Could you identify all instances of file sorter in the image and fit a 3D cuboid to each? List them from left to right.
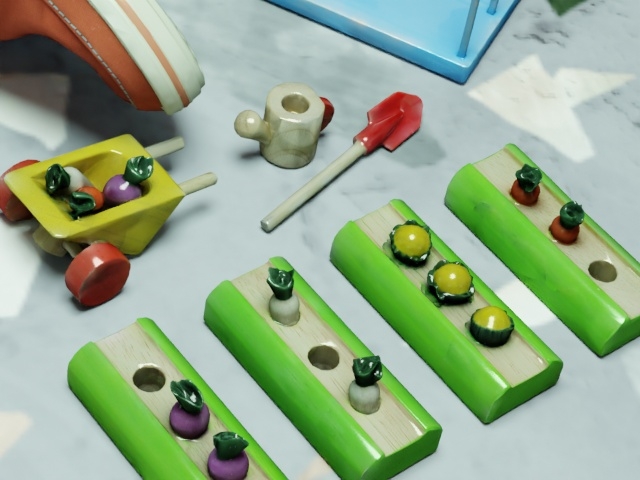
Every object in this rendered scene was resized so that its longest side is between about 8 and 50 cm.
[{"bbox_3d":[0.062,-0.186,0.935,0.118,0.104,0.170,25,48,11],"label":"file sorter"}]

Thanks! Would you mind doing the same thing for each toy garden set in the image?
[{"bbox_3d":[0.000,0.000,0.790,0.244,0.049,0.204,-26,57,-29],"label":"toy garden set"}]

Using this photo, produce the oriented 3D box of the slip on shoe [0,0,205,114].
[{"bbox_3d":[-0.197,-0.138,0.833,0.331,0.123,0.101,30,83,9],"label":"slip on shoe"}]
